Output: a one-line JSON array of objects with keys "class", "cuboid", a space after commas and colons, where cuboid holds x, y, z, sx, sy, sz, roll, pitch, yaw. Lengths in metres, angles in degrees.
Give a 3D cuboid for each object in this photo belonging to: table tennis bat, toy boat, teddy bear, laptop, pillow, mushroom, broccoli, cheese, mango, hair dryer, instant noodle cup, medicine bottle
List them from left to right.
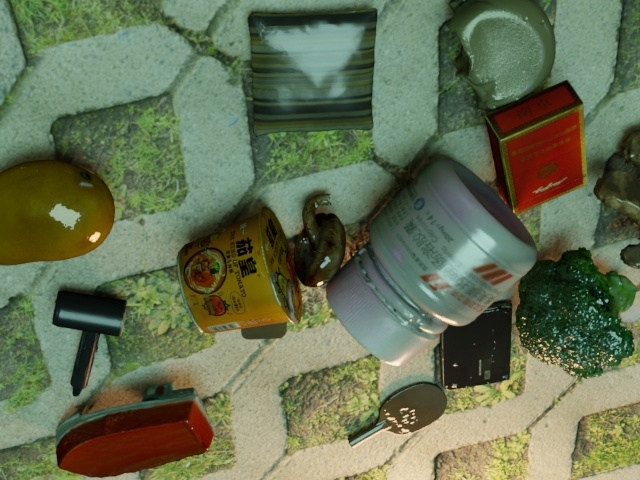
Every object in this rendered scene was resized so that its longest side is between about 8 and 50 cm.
[{"class": "mango", "cuboid": [-0.468, -0.046, 1.438, 0.254, 0.139, 0.175, -10, 116, 2]}, {"class": "hair dryer", "cuboid": [-0.455, 0.205, 1.641, 0.128, 0.070, 0.255, 13, 122, -18]}, {"class": "toy boat", "cuboid": [-0.377, 0.367, 1.722, 0.332, 0.133, 0.145, -15, 128, 11]}, {"class": "instant noodle cup", "cuboid": [-0.143, 0.065, 1.537, 0.172, 0.216, 0.216, -16, 123, 10]}, {"class": "pillow", "cuboid": [-0.012, -0.274, 1.437, 0.208, 0.052, 0.212, -4, 119, -6]}, {"class": "mushroom", "cuboid": [0.002, 0.000, 1.565, 0.080, 0.135, 0.171, 5, 91, -30]}, {"class": "table tennis bat", "cuboid": [0.165, 0.385, 1.894, 0.234, 0.022, 0.131, -29, 123, 5]}, {"class": "medicine bottle", "cuboid": [0.190, 0.043, 1.549, 0.256, 0.256, 0.325, 36, 110, -27]}, {"class": "laptop", "cuboid": [0.325, 0.224, 1.821, 0.154, 0.026, 0.207, -10, 123, -6]}, {"class": "cheese", "cuboid": [0.290, -0.330, 1.440, 0.175, 0.091, 0.202, -36, 119, 12]}, {"class": "broccoli", "cuboid": [0.512, 0.142, 1.720, 0.269, 0.269, 0.254, -21, 86, 2]}, {"class": "teddy bear", "cuboid": [0.648, -0.051, 1.659, 0.296, 0.222, 0.246, 37, 77, 4]}]

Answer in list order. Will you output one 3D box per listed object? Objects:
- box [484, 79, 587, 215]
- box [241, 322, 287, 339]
[{"class": "box", "cuboid": [0.383, -0.156, 1.529, 0.153, 0.074, 0.240, -27, 144, 1]}, {"class": "box", "cuboid": [-0.108, 0.132, 1.678, 0.091, 0.031, 0.126, -2, 122, -10]}]
